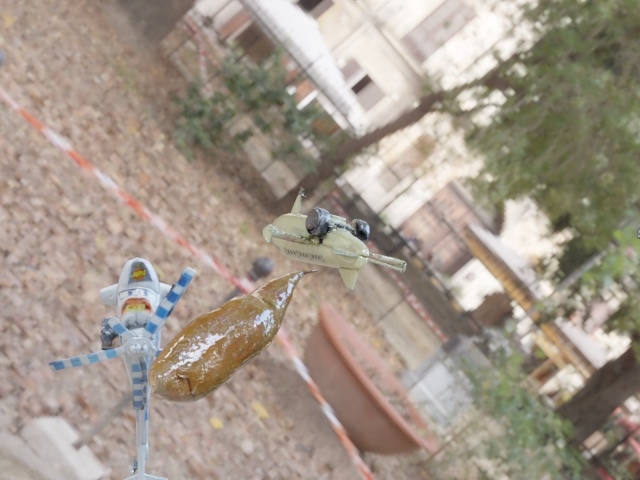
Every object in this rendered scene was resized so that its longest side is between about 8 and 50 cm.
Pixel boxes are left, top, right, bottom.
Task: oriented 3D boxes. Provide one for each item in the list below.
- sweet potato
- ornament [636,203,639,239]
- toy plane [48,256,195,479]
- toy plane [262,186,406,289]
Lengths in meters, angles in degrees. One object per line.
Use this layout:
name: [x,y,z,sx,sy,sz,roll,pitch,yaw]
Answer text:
sweet potato: [-0.059,0.065,0.824,0.056,0.056,0.195,49,41,5]
ornament: [0.474,-0.044,1.508,0.073,0.125,0.028,17,-27,4]
toy plane: [-0.191,0.147,1.229,0.107,0.182,0.273,-104,177,-61]
toy plane: [0.000,0.000,1.590,0.242,0.104,0.256,12,14,-34]
